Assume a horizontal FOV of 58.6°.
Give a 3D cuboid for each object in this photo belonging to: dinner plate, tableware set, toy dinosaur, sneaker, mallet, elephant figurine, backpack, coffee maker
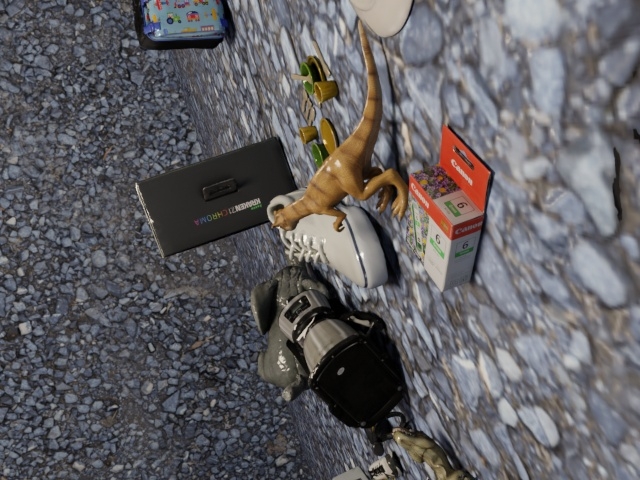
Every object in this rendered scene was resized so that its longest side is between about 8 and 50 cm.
[{"bbox_3d":[0.030,-0.222,0.422,0.141,0.017,0.141,161,90,-78],"label":"dinner plate"},{"bbox_3d":[-0.006,-0.147,0.666,0.154,0.024,0.104,115,134,-72],"label":"tableware set"},{"bbox_3d":[0.160,0.312,0.584,0.268,0.064,0.118,64,-179,14],"label":"toy dinosaur"},{"bbox_3d":[0.106,0.382,0.949,0.109,0.043,0.040,96,153,-59],"label":"sneaker"},{"bbox_3d":[0.000,0.000,0.705,0.258,0.091,0.094,-138,30,-64],"label":"sneaker"},{"bbox_3d":[0.077,0.271,0.829,0.190,0.039,0.062,64,-178,-76],"label":"mallet"},{"bbox_3d":[-0.049,0.120,0.970,0.186,0.169,0.240,-3,95,54],"label":"elephant figurine"},{"bbox_3d":[-0.244,-0.424,0.976,0.117,0.158,0.174,-173,76,-67],"label":"backpack"},{"bbox_3d":[0.028,-0.066,0.508,0.212,0.112,0.064,-54,23,30],"label":"toy dinosaur"},{"bbox_3d":[0.026,0.170,0.792,0.178,0.120,0.171,-137,28,-65],"label":"coffee maker"}]

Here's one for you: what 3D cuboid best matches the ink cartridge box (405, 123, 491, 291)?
[{"bbox_3d":[0.092,-0.022,0.429,0.115,0.029,0.063,84,162,-48],"label":"ink cartridge box"}]

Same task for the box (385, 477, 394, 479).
[{"bbox_3d":[0.133,0.501,0.990,0.059,0.054,0.169,92,155,-59],"label":"box"}]

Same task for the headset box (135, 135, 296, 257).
[{"bbox_3d":[-0.186,-0.069,1.028,0.283,0.246,0.131,178,72,-77],"label":"headset box"}]

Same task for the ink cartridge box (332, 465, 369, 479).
[{"bbox_3d":[0.098,0.594,1.232,0.175,0.072,0.128,-168,58,-75],"label":"ink cartridge box"}]
